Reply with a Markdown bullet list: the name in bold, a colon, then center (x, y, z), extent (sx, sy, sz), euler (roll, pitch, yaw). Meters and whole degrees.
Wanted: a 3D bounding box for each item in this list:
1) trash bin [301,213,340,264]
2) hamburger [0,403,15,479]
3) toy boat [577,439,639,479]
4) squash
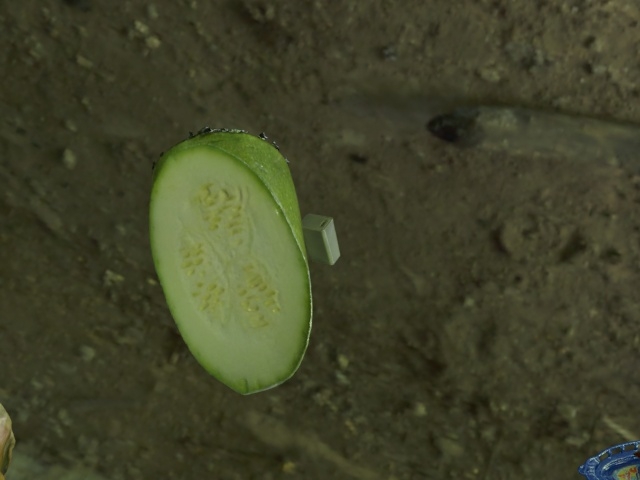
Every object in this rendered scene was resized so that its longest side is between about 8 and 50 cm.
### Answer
- **trash bin**: center (0.000, 0.000, 1.963), extent (0.060, 0.043, 0.092), euler (10, 134, 31)
- **hamburger**: center (-0.375, 0.233, 0.753), extent (0.329, 0.162, 0.209), euler (-12, 118, -7)
- **toy boat**: center (0.360, 0.240, 1.066), extent (0.174, 0.091, 0.110), euler (2, 146, 7)
- **squash**: center (-0.107, 0.022, 1.187), extent (0.189, 0.261, 0.189), euler (-4, 142, -3)
